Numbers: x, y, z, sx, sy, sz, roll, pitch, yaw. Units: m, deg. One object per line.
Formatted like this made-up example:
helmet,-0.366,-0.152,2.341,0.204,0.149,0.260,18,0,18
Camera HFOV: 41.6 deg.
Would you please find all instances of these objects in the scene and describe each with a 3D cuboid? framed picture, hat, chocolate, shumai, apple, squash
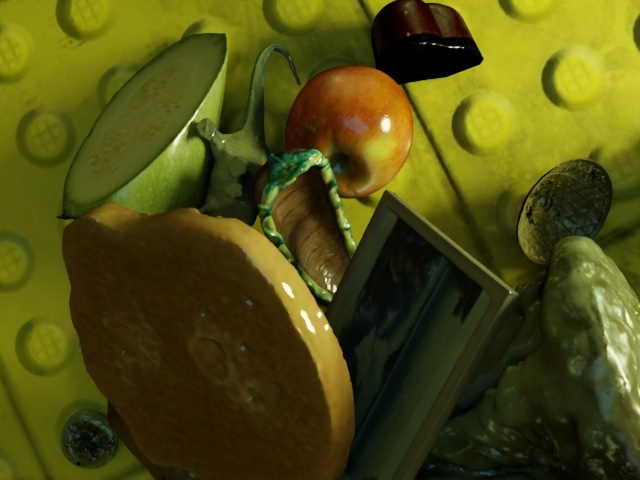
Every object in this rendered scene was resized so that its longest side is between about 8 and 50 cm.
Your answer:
framed picture,0.072,0.130,0.952,0.232,0.024,0.315,44,116,47
hat,0.290,-0.047,1.066,0.145,0.067,0.146,-13,121,-22
chocolate,0.124,-0.254,1.065,0.148,0.125,0.080,-3,78,-30
shumai,0.233,0.210,0.948,0.323,0.324,0.398,-17,125,23
apple,0.037,-0.137,1.043,0.163,0.163,0.139,10,48,6
squash,-0.220,-0.145,1.050,0.189,0.189,0.261,8,95,6

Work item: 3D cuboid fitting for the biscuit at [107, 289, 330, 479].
biscuit,-0.118,0.181,1.112,0.358,0.046,0.360,0,89,5

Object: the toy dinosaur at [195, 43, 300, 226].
toy dinosaur,-0.101,-0.079,1.027,0.076,0.147,0.363,8,86,16

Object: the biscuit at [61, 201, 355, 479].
biscuit,-0.128,0.136,0.962,0.364,0.062,0.385,8,121,28

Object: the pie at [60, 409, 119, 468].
pie,-0.313,0.272,1.141,0.084,0.021,0.084,0,90,6

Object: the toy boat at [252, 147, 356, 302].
toy boat,-0.006,-0.003,1.032,0.108,0.293,0.099,-43,47,-15
